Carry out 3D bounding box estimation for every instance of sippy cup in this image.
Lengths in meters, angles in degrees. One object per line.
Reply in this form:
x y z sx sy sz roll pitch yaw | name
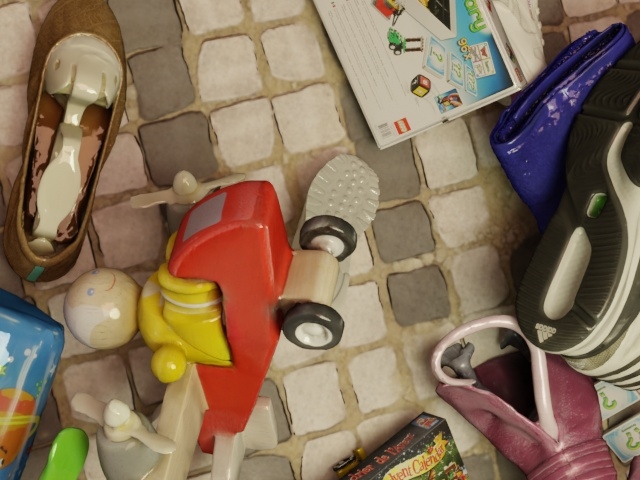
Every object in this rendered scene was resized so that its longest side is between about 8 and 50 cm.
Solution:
-0.382 0.156 1.379 0.305 0.240 0.224 26 89 -8 | sippy cup

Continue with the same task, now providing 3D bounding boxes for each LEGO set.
0.466 0.216 1.678 0.244 0.060 0.182 -35 101 26 | LEGO set

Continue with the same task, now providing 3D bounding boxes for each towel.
0.343 -0.092 1.666 0.227 0.076 0.308 -42 125 -9 | towel

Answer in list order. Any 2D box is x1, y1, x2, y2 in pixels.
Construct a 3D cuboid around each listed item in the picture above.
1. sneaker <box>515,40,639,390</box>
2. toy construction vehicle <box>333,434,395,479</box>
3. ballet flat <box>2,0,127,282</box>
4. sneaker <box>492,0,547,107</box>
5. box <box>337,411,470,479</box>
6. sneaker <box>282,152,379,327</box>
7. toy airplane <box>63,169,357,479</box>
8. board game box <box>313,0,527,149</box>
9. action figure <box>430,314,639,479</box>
0.409 -0.032 1.575 0.257 0.169 0.448 34 81 -40 | sneaker
0.074 0.286 1.640 0.098 0.035 0.086 -32 94 -10 | toy construction vehicle
-0.282 -0.120 1.493 0.116 0.124 0.342 15 84 -16 | ballet flat
0.239 -0.289 1.664 0.152 0.114 0.305 -32 98 -14 | sneaker
0.081 0.335 1.586 0.233 0.044 0.159 -35 115 -27 | box
0.000 0.000 1.602 0.090 0.095 0.235 27 61 -10 | sneaker
-0.141 0.108 1.423 0.272 0.386 0.384 16 93 -7 | toy airplane
0.098 -0.285 1.599 0.193 0.053 0.305 -22 96 22 | board game box
0.305 0.260 1.580 0.248 0.276 0.370 -26 70 -2 | action figure
